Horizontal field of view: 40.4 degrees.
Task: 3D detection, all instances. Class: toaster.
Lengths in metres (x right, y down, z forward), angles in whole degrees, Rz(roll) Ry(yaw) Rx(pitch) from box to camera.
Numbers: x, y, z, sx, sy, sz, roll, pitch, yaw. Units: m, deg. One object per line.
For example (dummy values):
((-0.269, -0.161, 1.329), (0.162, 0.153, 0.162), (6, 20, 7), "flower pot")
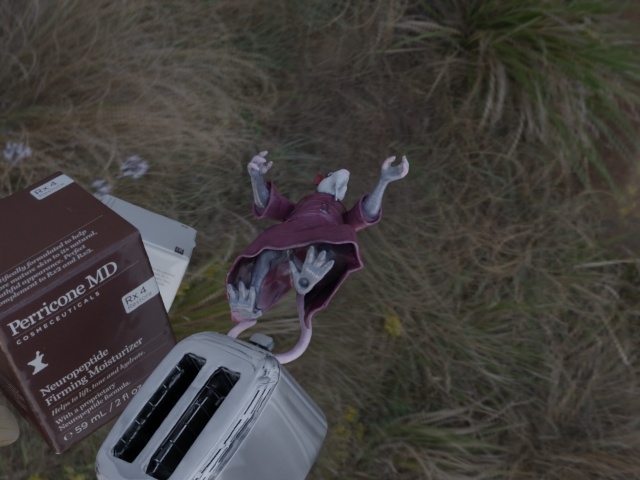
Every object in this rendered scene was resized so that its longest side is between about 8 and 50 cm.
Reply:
((-0.100, 0.191, 0.775), (0.227, 0.129, 0.146), (-53, 140, -26), "toaster")

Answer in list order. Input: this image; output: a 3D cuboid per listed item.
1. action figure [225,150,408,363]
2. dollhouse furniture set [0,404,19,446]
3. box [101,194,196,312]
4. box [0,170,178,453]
((0.000, 0.000, 1.393), (0.248, 0.370, 0.275), (8, 116, 9), "action figure")
((-0.652, 0.355, 1.441), (0.362, 0.256, 0.394), (-29, 73, 16), "dollhouse furniture set")
((-0.325, 0.023, 1.526), (0.182, 0.181, 0.119), (22, 104, -10), "box")
((-0.274, 0.072, 0.907), (0.168, 0.167, 0.203), (-35, 137, -27), "box")
